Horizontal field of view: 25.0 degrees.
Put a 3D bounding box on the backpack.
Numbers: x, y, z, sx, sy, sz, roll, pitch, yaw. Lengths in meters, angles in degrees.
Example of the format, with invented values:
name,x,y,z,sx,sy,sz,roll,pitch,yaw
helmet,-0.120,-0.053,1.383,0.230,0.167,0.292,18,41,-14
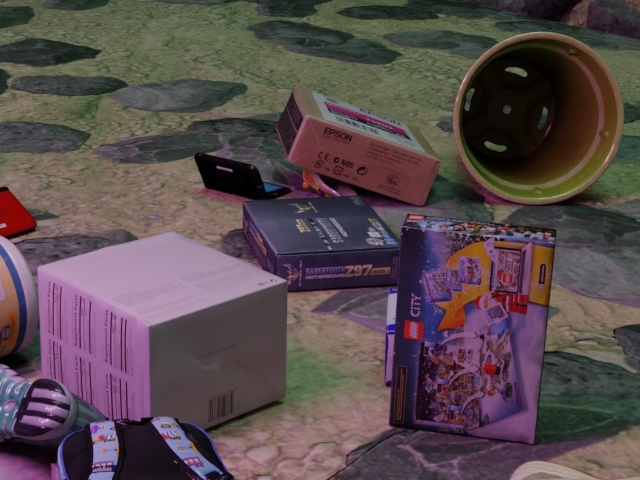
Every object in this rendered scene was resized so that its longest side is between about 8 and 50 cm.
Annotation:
name,x,y,z,sx,sy,sz,roll,pitch,yaw
backpack,-0.158,0.231,1.283,0.158,0.117,0.173,-4,22,-17

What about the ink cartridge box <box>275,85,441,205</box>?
name,x,y,z,sx,sy,sz,roll,pitch,yaw
ink cartridge box,0.058,-0.154,2.318,0.234,0.088,0.193,17,18,-14

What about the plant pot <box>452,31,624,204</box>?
name,x,y,z,sx,sy,sz,roll,pitch,yaw
plant pot,0.335,-0.210,2.402,0.276,0.276,0.254,0,8,-5

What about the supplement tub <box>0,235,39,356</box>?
name,x,y,z,sx,sy,sz,roll,pitch,yaw
supplement tub,-0.436,0.079,1.628,0.199,0.144,0.144,-16,27,-40

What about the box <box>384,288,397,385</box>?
name,x,y,z,sx,sy,sz,roll,pitch,yaw
box,0.140,0.115,1.703,0.126,0.072,0.137,3,21,3

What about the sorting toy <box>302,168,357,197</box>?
name,x,y,z,sx,sy,sz,roll,pitch,yaw
sorting toy,0.019,-0.086,2.290,0.075,0.045,0.083,34,20,34

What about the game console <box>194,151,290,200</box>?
name,x,y,z,sx,sy,sz,roll,pitch,yaw
game console,-0.124,-0.108,2.295,0.122,0.107,0.071,14,51,30

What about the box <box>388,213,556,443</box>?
name,x,y,z,sx,sy,sz,roll,pitch,yaw
box,0.159,0.094,1.526,0.159,0.233,0.044,7,21,11

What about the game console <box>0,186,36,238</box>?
name,x,y,z,sx,sy,sz,roll,pitch,yaw
game console,-0.508,-0.020,2.087,0.124,0.085,0.144,46,39,18

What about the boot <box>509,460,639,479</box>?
name,x,y,z,sx,sy,sz,roll,pitch,yaw
boot,0.242,0.269,1.288,0.213,0.077,0.165,8,19,29

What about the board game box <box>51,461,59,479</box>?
name,x,y,z,sx,sy,sz,roll,pitch,yaw
board game box,-0.205,0.234,1.411,0.090,0.020,0.090,-10,22,-32

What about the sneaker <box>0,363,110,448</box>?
name,x,y,z,sx,sy,sz,roll,pitch,yaw
sneaker,-0.297,0.186,1.488,0.098,0.083,0.223,33,-17,-35

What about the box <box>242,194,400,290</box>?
name,x,y,z,sx,sy,sz,roll,pitch,yaw
box,0.000,0.000,2.022,0.183,0.059,0.233,-4,20,-13

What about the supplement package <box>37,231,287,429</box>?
name,x,y,z,sx,sy,sz,roll,pitch,yaw
supplement package,-0.174,0.103,1.584,0.194,0.149,0.203,-16,27,-41
